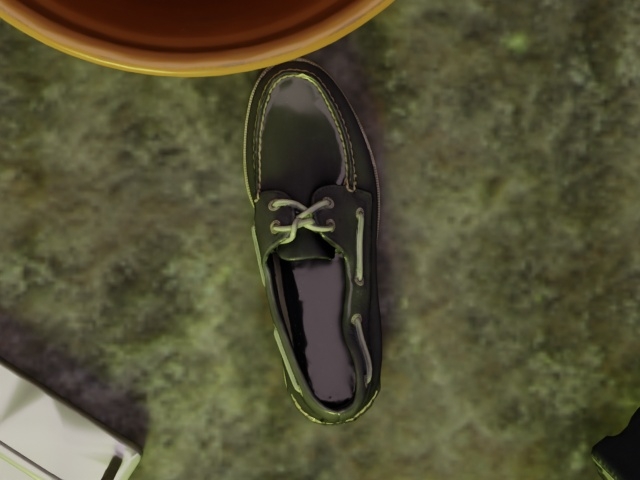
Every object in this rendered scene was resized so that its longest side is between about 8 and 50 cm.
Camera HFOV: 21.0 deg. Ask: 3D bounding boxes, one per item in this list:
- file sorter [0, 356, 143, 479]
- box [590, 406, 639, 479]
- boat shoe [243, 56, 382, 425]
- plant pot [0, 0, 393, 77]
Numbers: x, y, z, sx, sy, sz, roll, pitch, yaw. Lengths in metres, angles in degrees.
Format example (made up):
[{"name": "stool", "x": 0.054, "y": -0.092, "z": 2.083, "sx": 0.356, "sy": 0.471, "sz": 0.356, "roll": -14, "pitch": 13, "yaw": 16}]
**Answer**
[{"name": "file sorter", "x": -0.253, "y": 0.184, "z": 0.885, "sx": 0.193, "sy": 0.173, "sz": 0.277, "roll": 33, "pitch": 91, "yaw": -2}, {"name": "box", "x": 0.453, "y": 0.128, "z": 0.732, "sx": 0.472, "sy": 0.480, "sz": 0.297, "roll": -40, "pitch": 111, "yaw": 0}, {"name": "boat shoe", "x": 0.000, "y": 0.000, "z": 0.942, "sx": 0.075, "sy": 0.065, "sz": 0.206, "roll": -7, "pitch": 92, "yaw": -2}, {"name": "plant pot", "x": -0.066, "y": -0.226, "z": 0.860, "sx": 0.291, "sy": 0.203, "sz": 0.290, "roll": 0, "pitch": 95, "yaw": -4}]
